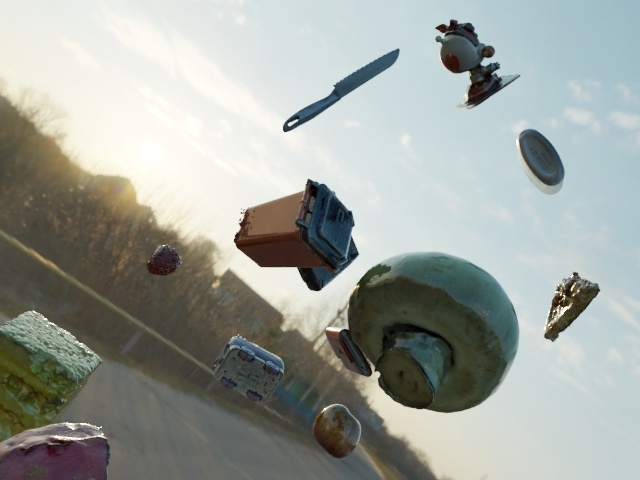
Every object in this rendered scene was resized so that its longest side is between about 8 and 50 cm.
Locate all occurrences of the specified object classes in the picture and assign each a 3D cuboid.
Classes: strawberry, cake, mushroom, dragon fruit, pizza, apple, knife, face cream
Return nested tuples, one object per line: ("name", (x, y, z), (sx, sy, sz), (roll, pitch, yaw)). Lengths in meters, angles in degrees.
("strawberry", (-0.418, 0.057, 1.680), (0.083, 0.096, 0.083), (26, -50, 35))
("cake", (-0.693, 0.348, 1.457), (0.222, 0.286, 0.227), (36, 2, -4))
("mushroom", (0.207, 0.180, 1.228), (0.352, 0.260, 0.352), (21, -47, 24))
("dragon fruit", (-0.349, 0.339, 0.716), (0.189, 0.262, 0.163), (24, -9, -5))
("pizza", (0.574, 0.135, 1.452), (0.052, 0.185, 0.195), (25, -24, 2))
("apple", (0.049, 0.562, 1.880), (0.146, 0.131, 0.146), (45, -6, 6))
("knife", (0.045, -0.331, 1.397), (0.045, 0.313, 0.019), (60, 5, 21))
("face cream", (0.590, -0.198, 1.699), (0.163, 0.080, 0.336), (61, 14, 12))

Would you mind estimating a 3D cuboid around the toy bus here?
("toy bus", (-0.230, 0.400, 1.991), (0.202, 0.142, 0.142), (32, 9, -17))

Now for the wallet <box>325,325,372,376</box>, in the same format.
("wallet", (0.073, 0.300, 1.720), (0.142, 0.045, 0.204), (60, -12, 0))

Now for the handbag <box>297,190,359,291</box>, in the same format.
("handbag", (0.000, 0.000, 2.051), (0.088, 0.244, 0.275), (4, -54, 50))

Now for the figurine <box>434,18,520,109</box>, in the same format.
("figurine", (0.392, -0.492, 1.707), (0.226, 0.160, 0.183), (55, 4, -12))

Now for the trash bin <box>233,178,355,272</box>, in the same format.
("trash bin", (-0.067, -0.026, 1.394), (0.238, 0.161, 0.184), (-7, -35, 32))
